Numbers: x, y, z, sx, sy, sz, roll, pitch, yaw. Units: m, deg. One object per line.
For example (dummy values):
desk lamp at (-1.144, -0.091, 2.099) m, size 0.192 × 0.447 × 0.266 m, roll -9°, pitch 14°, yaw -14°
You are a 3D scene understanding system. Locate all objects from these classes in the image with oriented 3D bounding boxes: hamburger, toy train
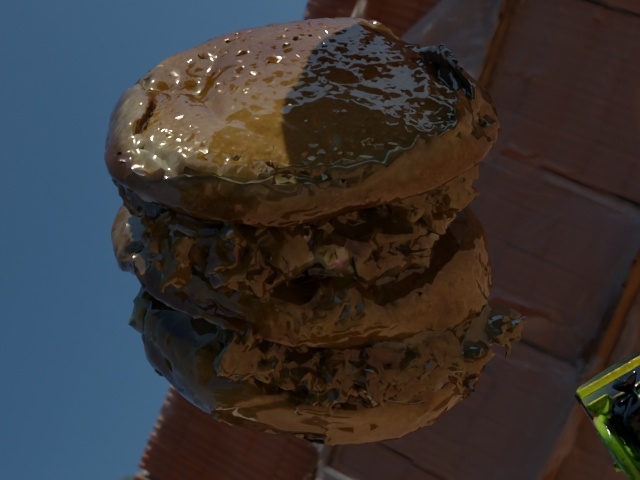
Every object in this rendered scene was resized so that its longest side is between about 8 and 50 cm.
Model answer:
hamburger at (-0.003, -0.004, 0.539) m, size 0.245 × 0.261 × 0.211 m, roll -40°, pitch -40°, yaw -49°
toy train at (0.334, 0.232, 0.777) m, size 0.101 × 0.296 × 0.160 m, roll -32°, pitch -2°, yaw 9°
